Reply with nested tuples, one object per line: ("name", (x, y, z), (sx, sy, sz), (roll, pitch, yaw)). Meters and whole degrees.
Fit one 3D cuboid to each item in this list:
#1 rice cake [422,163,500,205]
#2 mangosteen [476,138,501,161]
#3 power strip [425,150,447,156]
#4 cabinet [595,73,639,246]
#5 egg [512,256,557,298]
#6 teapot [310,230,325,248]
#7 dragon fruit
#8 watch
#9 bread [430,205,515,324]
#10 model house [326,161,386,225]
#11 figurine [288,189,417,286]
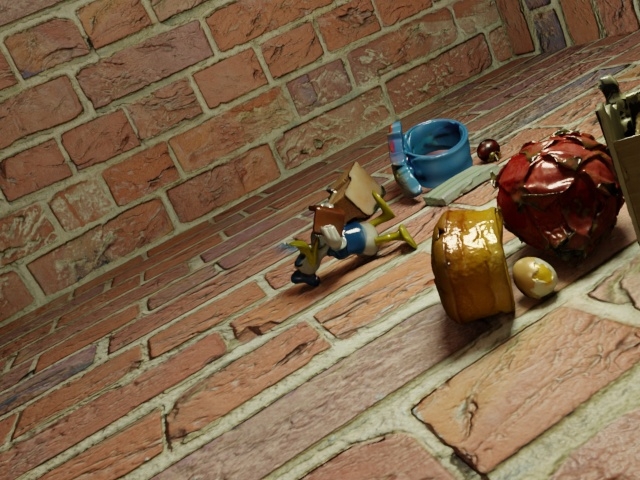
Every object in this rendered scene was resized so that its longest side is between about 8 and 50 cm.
("rice cake", (0.442, -0.178, 1.884), (0.237, 0.043, 0.127), (-32, 18, -20))
("mangosteen", (0.571, -0.305, 2.036), (0.080, 0.081, 0.081), (-23, 15, 7))
("power strip", (0.419, -0.321, 2.268), (0.278, 0.109, 0.037), (-32, 15, -23))
("cabinet", (0.618, -0.133, 0.940), (0.289, 0.318, 0.227), (-15, 18, 36))
("egg", (0.388, 0.065, 1.095), (0.071, 0.071, 0.083), (-27, 50, -6))
("teapot", (0.000, 0.000, 1.976), (0.057, 0.066, 0.088), (-11, -16, -28))
("dragon fruit", (0.469, -0.089, 1.191), (0.244, 0.244, 0.299), (-18, 35, 24))
("watch", (0.374, -0.277, 2.021), (0.274, 0.242, 0.305), (-13, 42, 8))
("bread", (0.283, 0.042, 1.131), (0.142, 0.196, 0.270), (-10, 22, 17))
("model house", (0.101, -0.141, 2.129), (0.172, 0.166, 0.183), (-32, 22, 44))
("figurine", (0.043, 0.015, 1.613), (0.338, 0.283, 0.205), (-40, 54, 15))
